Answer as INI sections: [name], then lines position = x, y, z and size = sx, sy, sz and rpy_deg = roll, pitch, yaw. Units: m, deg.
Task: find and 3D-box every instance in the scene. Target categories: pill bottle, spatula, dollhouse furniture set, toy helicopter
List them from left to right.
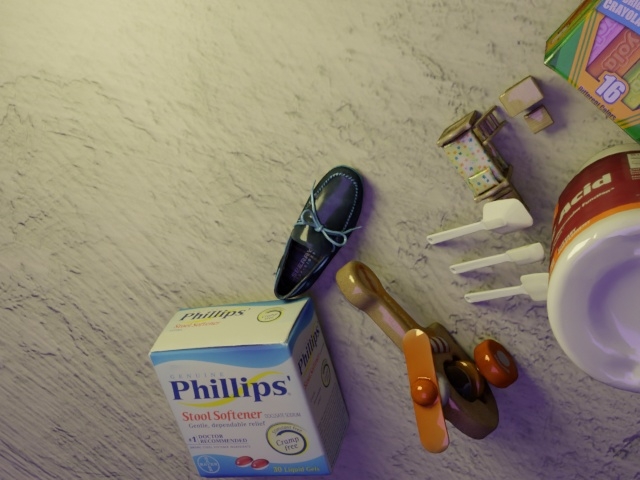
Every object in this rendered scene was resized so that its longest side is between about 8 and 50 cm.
[toy helicopter]
position = 0.151, 0.178, 1.299
size = 0.355, 0.235, 0.140
rpy_deg = 46, 117, -4
[spatula]
position = 0.264, 0.026, 1.254
size = 0.168, 0.019, 0.242
rpy_deg = 55, 154, -8
[dollhouse furniture set]
position = 0.292, -0.122, 1.211
size = 0.161, 0.101, 0.182
rpy_deg = -32, 98, 26
[pill bottle]
position = 0.414, 0.009, 1.062
size = 0.224, 0.392, 0.224
rpy_deg = 6, 112, 15

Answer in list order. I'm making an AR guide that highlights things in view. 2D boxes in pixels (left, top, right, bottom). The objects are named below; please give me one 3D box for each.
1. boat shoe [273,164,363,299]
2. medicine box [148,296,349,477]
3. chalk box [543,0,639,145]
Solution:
[boat shoe]
position = 0.000, 0.000, 1.358
size = 0.109, 0.089, 0.258
rpy_deg = 25, 116, 7
[medicine box]
position = -0.119, 0.263, 1.447
size = 0.263, 0.149, 0.289
rpy_deg = -7, 118, 20
[chalk box]
position = 0.452, -0.297, 1.051
size = 0.179, 0.180, 0.289
rpy_deg = 40, 116, -1
